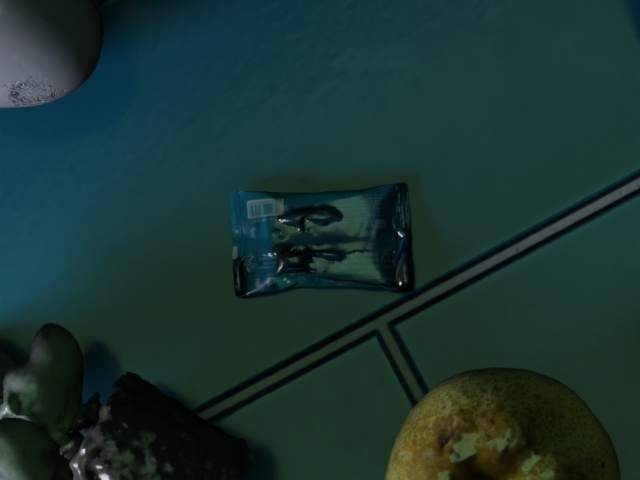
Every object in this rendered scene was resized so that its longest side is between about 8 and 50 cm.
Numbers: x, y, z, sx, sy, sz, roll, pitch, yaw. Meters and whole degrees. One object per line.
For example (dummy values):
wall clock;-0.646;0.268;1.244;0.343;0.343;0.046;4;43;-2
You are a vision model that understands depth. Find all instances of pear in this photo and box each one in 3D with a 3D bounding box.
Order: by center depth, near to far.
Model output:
pear;0.129;0.169;1.372;0.167;0.136;0.167;0;87;8

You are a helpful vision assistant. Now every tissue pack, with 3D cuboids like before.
tissue pack;0.000;0.000;1.469;0.138;0.028;0.085;-3;81;3

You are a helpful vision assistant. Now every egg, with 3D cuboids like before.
egg;-0.257;-0.176;1.465;0.198;0.146;0.146;23;85;2

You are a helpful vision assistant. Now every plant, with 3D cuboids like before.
plant;-0.189;0.147;1.409;0.274;0.146;0.149;27;89;10
